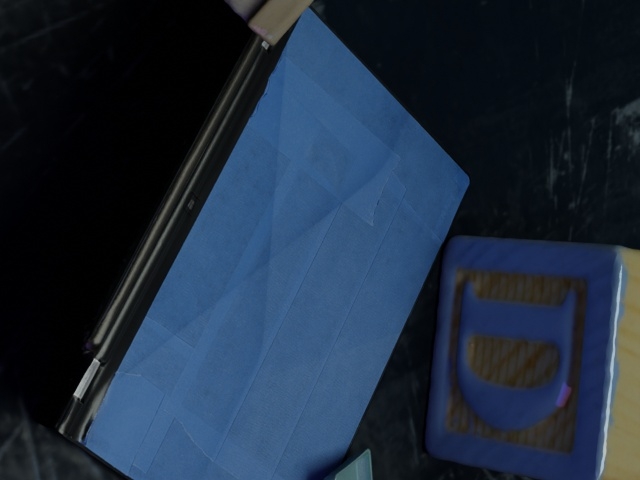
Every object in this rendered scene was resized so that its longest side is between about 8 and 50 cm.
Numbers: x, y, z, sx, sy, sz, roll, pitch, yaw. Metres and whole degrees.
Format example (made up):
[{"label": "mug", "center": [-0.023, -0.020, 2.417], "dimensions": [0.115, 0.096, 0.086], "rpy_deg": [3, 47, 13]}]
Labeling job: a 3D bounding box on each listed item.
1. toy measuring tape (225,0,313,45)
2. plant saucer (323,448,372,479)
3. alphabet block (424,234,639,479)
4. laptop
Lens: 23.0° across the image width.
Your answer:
[{"label": "toy measuring tape", "center": [-0.112, -0.226, 0.947], "dimensions": [0.121, 0.330, 0.121], "rpy_deg": [-39, 161, -16]}, {"label": "plant saucer", "center": [0.026, 0.264, 1.243], "dimensions": [0.067, 0.018, 0.192], "rpy_deg": [-27, 116, -62]}, {"label": "alphabet block", "center": [0.226, 0.102, 1.325], "dimensions": [0.197, 0.192, 0.193], "rpy_deg": [8, 89, -43]}, {"label": "laptop", "center": [0.000, 0.000, 1.079], "dimensions": [0.236, 0.408, 0.382], "rpy_deg": [28, 70, -6]}]
